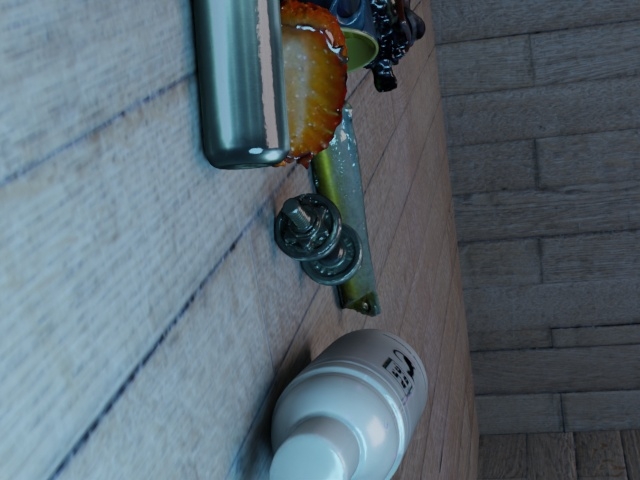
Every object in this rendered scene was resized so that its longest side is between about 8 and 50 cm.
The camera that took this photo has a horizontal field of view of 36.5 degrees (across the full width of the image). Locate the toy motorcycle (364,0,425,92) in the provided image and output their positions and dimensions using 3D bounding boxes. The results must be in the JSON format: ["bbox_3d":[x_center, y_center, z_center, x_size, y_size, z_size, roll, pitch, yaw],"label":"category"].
[{"bbox_3d":[0.067,-0.315,1.339,0.401,0.134,0.207,65,13,-74],"label":"toy motorcycle"}]

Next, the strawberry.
[{"bbox_3d":[-0.034,-0.168,1.017,0.188,0.121,0.082,94,-10,-45],"label":"strawberry"}]

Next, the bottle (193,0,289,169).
[{"bbox_3d":[-0.080,-0.192,0.871,0.096,0.079,0.254,-3,90,-39],"label":"bottle"}]

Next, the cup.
[{"bbox_3d":[0.001,-0.286,1.090,0.176,0.131,0.155,145,-59,-61],"label":"cup"}]

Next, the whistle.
[{"bbox_3d":[0.032,-0.035,1.316,0.057,0.068,0.327,-34,126,-36],"label":"whistle"}]

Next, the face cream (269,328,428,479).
[{"bbox_3d":[0.025,0.195,1.014,0.369,0.145,0.146,-27,111,-77],"label":"face cream"}]

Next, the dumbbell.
[{"bbox_3d":[0.000,0.000,1.129,0.254,0.081,0.082,50,37,-68],"label":"dumbbell"}]
